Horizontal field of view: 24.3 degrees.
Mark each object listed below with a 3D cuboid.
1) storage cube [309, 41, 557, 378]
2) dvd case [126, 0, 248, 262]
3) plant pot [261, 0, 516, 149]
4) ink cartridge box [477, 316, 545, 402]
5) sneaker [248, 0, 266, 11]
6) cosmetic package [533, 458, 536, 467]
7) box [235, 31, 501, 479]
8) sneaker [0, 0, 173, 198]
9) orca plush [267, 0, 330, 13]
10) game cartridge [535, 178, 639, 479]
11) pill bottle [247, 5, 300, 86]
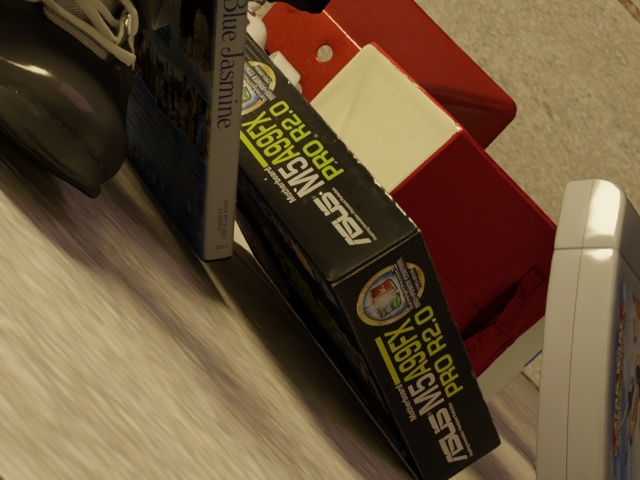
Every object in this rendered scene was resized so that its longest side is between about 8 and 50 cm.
[{"bbox_3d":[0.066,-0.012,1.212,0.193,0.184,0.215,42,7,-35],"label":"storage cube"},{"bbox_3d":[-0.084,-0.138,0.854,0.180,0.022,0.253,-131,-141,-52],"label":"dvd case"},{"bbox_3d":[0.020,-0.160,1.753,0.267,0.267,0.236,49,19,21],"label":"plant pot"},{"bbox_3d":[0.156,0.058,1.634,0.086,0.148,0.203,40,8,-47],"label":"ink cartridge box"},{"bbox_3d":[-0.114,-0.219,1.567,0.191,0.071,0.083,-14,-65,46],"label":"sneaker"},{"bbox_3d":[0.346,0.242,1.575,0.151,0.184,0.151,46,5,0],"label":"cosmetic package"},{"bbox_3d":[0.000,0.000,0.940,0.270,0.060,0.216,52,-10,43],"label":"box"},{"bbox_3d":[-0.137,-0.143,0.759,0.122,0.146,0.330,45,6,-35],"label":"sneaker"},{"bbox_3d":[-0.121,-0.176,0.652,0.287,0.102,0.151,24,44,-1],"label":"orca plush"},{"bbox_3d":[0.212,0.116,1.104,0.062,0.297,0.198,0,-18,20],"label":"game cartridge"},{"bbox_3d":[-0.130,-0.205,1.445,0.221,0.121,0.121,46,5,-12],"label":"pill bottle"}]
